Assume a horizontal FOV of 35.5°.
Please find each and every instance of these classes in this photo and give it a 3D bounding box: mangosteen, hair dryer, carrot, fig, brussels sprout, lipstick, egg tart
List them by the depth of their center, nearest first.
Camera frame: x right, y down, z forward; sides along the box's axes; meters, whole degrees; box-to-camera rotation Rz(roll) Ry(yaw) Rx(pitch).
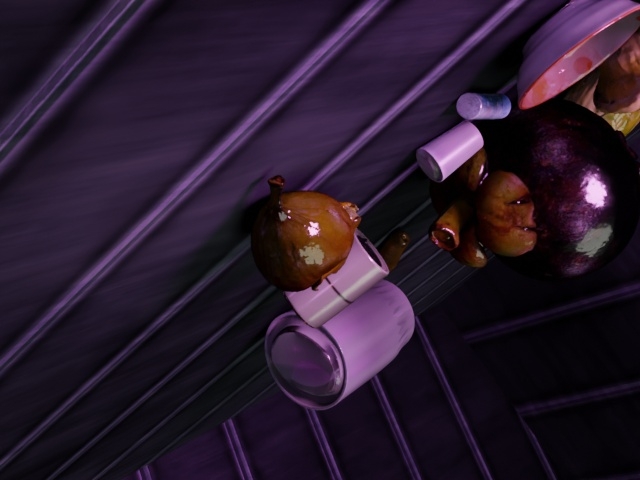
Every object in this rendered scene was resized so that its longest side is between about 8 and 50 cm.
[{"bbox_3d":[-0.039,-0.022,1.536,0.170,0.145,0.274,-36,155,-4],"label":"fig"},{"bbox_3d":[0.290,-0.238,1.770,0.048,0.048,0.158,-42,166,27],"label":"lipstick"},{"bbox_3d":[0.625,-0.372,1.829,0.345,0.132,0.345,-37,-168,9],"label":"egg tart"},{"bbox_3d":[0.415,-0.082,1.986,0.435,0.382,0.382,-23,168,3],"label":"mangosteen"},{"bbox_3d":[0.634,-0.301,2.191,0.223,0.161,0.223,-30,174,-4],"label":"brussels sprout"},{"bbox_3d":[0.054,0.071,2.193,0.203,0.128,0.362,-39,175,12],"label":"hair dryer"},{"bbox_3d":[0.172,0.029,2.458,0.060,0.060,0.186,-29,164,-26],"label":"carrot"}]

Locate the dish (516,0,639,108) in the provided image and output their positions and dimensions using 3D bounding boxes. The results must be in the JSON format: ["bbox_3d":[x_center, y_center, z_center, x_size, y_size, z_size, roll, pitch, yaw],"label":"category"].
[{"bbox_3d":[0.415,-0.332,1.667,0.260,0.085,0.260,-33,170,-7],"label":"dish"}]

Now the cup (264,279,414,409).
[{"bbox_3d":[0.058,0.249,2.519,0.371,0.253,0.253,-24,163,-49],"label":"cup"}]

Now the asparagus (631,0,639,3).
[{"bbox_3d":[0.531,-0.425,1.675,0.067,0.060,0.278,16,154,-14],"label":"asparagus"}]

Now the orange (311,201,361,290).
[{"bbox_3d":[0.000,0.000,1.745,0.160,0.112,0.170,88,24,-69],"label":"orange"}]

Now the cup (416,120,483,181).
[{"bbox_3d":[0.234,-0.167,1.869,0.116,0.074,0.104,-37,-167,-17],"label":"cup"}]
